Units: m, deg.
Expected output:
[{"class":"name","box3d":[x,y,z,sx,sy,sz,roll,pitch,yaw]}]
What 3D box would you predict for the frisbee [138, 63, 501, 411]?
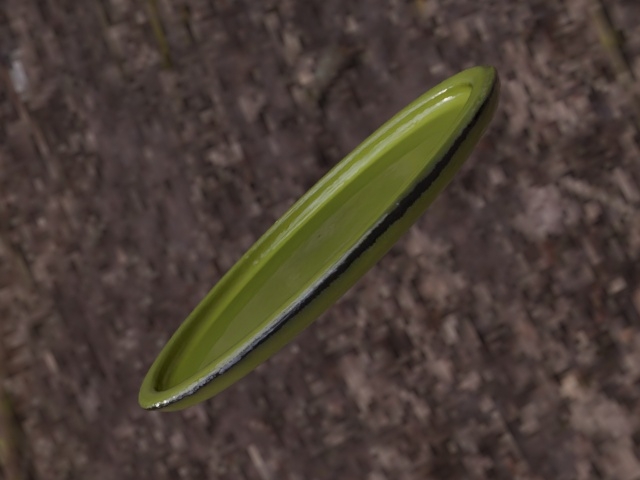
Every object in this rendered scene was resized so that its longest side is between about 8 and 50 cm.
[{"class":"frisbee","box3d":[0.000,0.000,0.930,0.017,0.236,0.236,45,152,-9]}]
